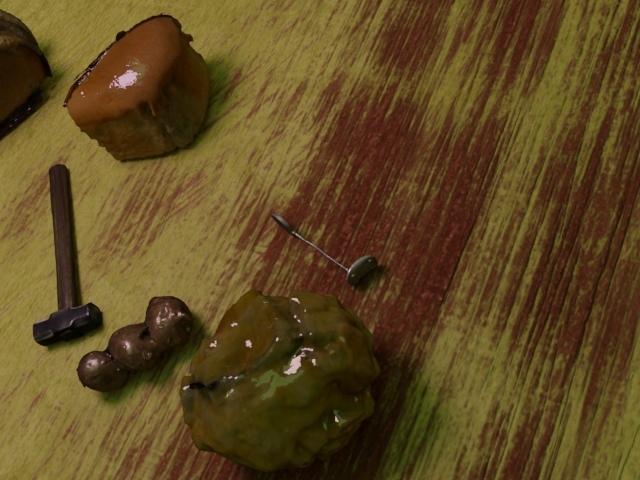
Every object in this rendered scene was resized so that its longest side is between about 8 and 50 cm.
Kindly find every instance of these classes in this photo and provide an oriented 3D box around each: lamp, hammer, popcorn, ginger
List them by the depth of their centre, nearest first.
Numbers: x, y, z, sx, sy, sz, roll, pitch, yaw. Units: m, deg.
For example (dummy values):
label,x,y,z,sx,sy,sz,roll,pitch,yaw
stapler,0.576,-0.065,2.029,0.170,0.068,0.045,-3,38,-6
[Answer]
label,x,y,z,sx,sy,sz,roll,pitch,yaw
popcorn,-0.059,0.191,1.217,0.286,0.215,0.252,-37,63,3
lamp,0.000,0.000,1.390,0.198,0.050,0.056,37,83,29
ginger,-0.292,0.167,1.391,0.204,0.080,0.104,-40,43,-6
hammer,-0.457,0.013,1.561,0.111,0.043,0.366,-21,56,10

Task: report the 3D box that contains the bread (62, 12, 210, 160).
label,x,y,z,sx,sy,sz,roll,pitch,yaw
bread,-0.305,-0.263,1.553,0.262,0.204,0.162,-49,55,-5

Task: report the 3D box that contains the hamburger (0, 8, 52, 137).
label,x,y,z,sx,sy,sz,roll,pitch,yaw
hamburger,-0.694,-0.318,1.691,0.318,0.277,0.195,-36,65,-7
